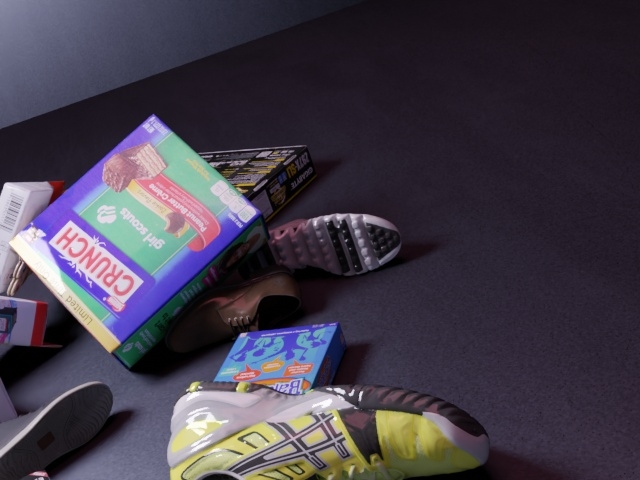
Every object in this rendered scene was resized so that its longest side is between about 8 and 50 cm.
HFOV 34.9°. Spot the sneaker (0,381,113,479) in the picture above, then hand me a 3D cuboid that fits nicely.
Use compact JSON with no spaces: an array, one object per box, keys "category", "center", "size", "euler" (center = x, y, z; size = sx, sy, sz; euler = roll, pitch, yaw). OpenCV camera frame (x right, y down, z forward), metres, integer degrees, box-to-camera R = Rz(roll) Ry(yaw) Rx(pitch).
[{"category":"sneaker","center":[-0.406,0.264,1.436],"size":[0.118,0.083,0.222],"euler":[9,36,46]}]

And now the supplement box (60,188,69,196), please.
[{"category":"supplement box","center":[-0.379,0.006,1.838],"size":[0.129,0.194,0.191],"euler":[-19,23,-2]}]

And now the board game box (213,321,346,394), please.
[{"category":"board game box","center":[-0.066,0.194,1.397],"size":[0.160,0.047,0.210],"euler":[-9,26,19]}]

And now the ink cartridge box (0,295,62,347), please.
[{"category":"ink cartridge box","center":[-0.553,0.129,1.690],"size":[0.134,0.078,0.231],"euler":[4,-6,39]}]

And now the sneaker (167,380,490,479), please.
[{"category":"sneaker","center":[0.004,0.252,1.165],"size":[0.384,0.145,0.147],"euler":[-4,58,22]}]

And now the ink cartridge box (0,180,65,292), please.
[{"category":"ink cartridge box","center":[-0.510,-0.011,1.801],"size":[0.066,0.189,0.232],"euler":[23,8,13]}]

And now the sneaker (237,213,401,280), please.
[{"category":"sneaker","center":[0.000,0.000,1.716],"size":[0.292,0.110,0.118],"euler":[-7,17,23]}]

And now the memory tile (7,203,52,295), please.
[{"category":"memory tile","center":[-0.486,0.016,1.718],"size":[0.012,0.148,0.113],"euler":[24,27,-4]}]

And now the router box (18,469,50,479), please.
[{"category":"router box","center":[-0.304,0.336,1.159],"size":[0.038,0.122,0.092],"euler":[-22,24,-20]}]

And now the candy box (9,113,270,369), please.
[{"category":"candy box","center":[-0.286,0.000,1.623],"size":[0.317,0.122,0.268],"euler":[-44,70,-10]}]

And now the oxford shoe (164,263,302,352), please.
[{"category":"oxford shoe","center":[-0.134,0.118,1.574],"size":[0.227,0.083,0.096],"euler":[-27,39,-7]}]

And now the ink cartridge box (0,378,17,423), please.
[{"category":"ink cartridge box","center":[-0.652,0.259,1.559],"size":[0.306,0.131,0.226],"euler":[7,33,41]}]

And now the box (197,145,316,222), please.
[{"category":"box","center":[-0.207,-0.104,2.107],"size":[0.322,0.079,0.257],"euler":[-1,30,33]}]
